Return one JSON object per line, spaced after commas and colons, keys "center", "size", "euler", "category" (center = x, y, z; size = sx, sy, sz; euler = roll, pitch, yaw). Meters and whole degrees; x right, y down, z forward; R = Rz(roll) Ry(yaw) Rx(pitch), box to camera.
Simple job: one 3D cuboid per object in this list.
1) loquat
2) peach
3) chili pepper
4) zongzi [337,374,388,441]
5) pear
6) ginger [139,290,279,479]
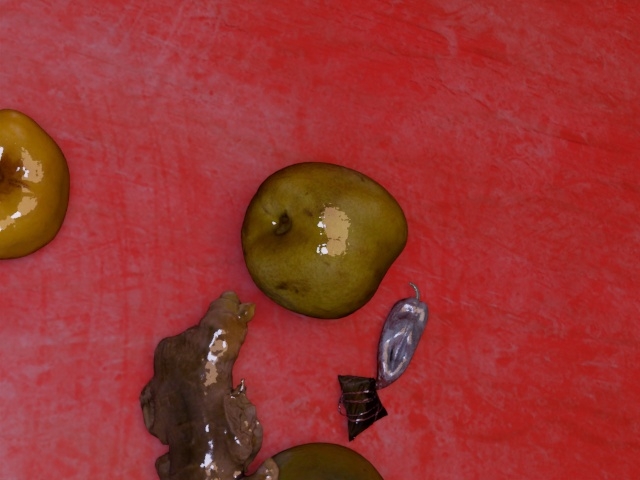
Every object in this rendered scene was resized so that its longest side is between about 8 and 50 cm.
{"center": [0.006, 0.315, 1.314], "size": [0.195, 0.152, 0.152], "euler": [5, 76, -17], "category": "loquat"}
{"center": [-0.367, -0.063, 1.238], "size": [0.179, 0.103, 0.179], "euler": [5, 79, -27], "category": "peach"}
{"center": [0.106, 0.127, 1.462], "size": [0.050, 0.041, 0.153], "euler": [16, 66, 22], "category": "chili pepper"}
{"center": [0.050, 0.218, 1.408], "size": [0.073, 0.067, 0.083], "euler": [-50, 119, -33], "category": "zongzi"}
{"center": [0.000, 0.000, 1.354], "size": [0.200, 0.200, 0.199], "euler": [6, 76, -25], "category": "pear"}
{"center": [-0.129, 0.221, 1.273], "size": [0.080, 0.166, 0.332], "euler": [32, 52, -60], "category": "ginger"}
